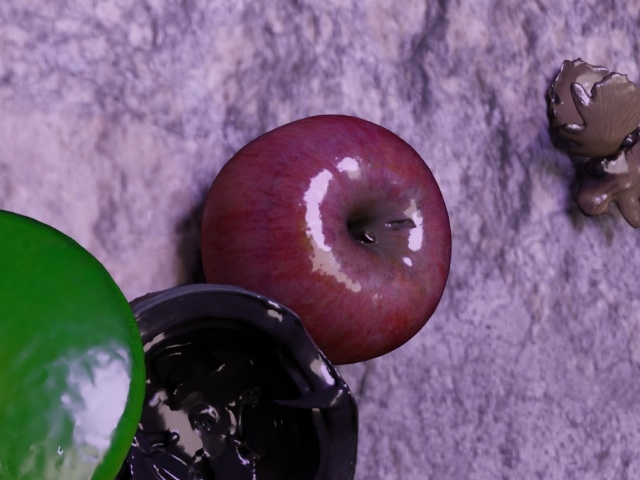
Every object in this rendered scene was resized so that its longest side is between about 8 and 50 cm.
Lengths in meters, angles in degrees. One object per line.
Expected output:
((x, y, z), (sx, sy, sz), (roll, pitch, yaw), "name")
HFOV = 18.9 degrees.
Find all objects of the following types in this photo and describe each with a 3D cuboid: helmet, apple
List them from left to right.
((-0.069, 0.100, 1.085), (0.153, 0.107, 0.177), (-31, 117, -11), "helmet")
((0.000, 0.000, 1.160), (0.153, 0.120, 0.153), (7, 76, -31), "apple")

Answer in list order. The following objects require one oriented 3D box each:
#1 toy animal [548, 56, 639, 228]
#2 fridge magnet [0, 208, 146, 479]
((0.247, -0.055, 1.399), (0.214, 0.093, 0.186), (-21, 97, -47), "toy animal")
((-0.190, 0.076, 0.965), (0.208, 0.088, 0.208), (-2, 59, 4), "fridge magnet")
